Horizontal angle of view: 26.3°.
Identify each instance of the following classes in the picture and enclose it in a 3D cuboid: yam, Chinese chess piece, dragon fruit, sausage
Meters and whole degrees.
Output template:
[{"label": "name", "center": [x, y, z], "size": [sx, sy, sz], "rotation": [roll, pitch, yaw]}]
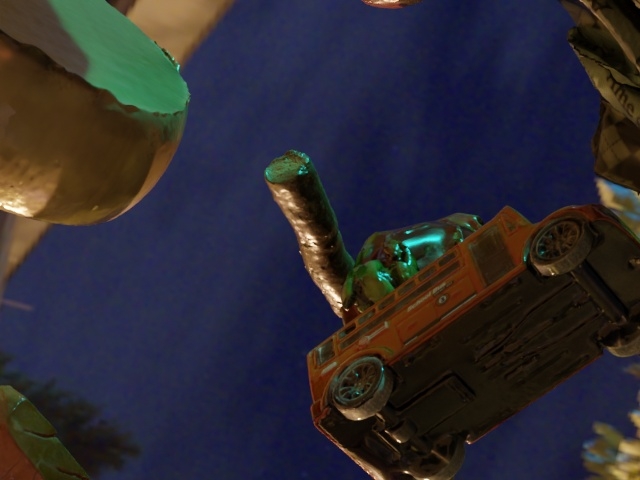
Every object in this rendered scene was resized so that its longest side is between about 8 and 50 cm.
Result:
[{"label": "yam", "center": [0.000, 0.000, 1.591], "size": [0.061, 0.253, 0.061], "rotation": [-13, -134, 13]}, {"label": "Chinese chess piece", "center": [-0.201, -0.115, 0.869], "size": [0.103, 0.249, 0.250], "rotation": [-54, -152, 17]}, {"label": "dragon fruit", "center": [0.126, 0.067, 1.506], "size": [0.269, 0.200, 0.198], "rotation": [-36, 139, -83]}, {"label": "sausage", "center": [-0.194, 0.170, 0.950], "size": [0.065, 0.169, 0.065], "rotation": [-31, -166, 9]}]

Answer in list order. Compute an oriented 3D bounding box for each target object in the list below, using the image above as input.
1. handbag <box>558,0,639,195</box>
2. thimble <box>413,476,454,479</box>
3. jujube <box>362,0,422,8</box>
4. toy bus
[{"label": "handbag", "center": [0.231, -0.195, 1.001], "size": [0.180, 0.416, 0.317], "rotation": [-37, -158, -8]}, {"label": "thimble", "center": [0.097, 0.245, 1.472], "size": [0.084, 0.062, 0.110], "rotation": [50, -21, 32]}, {"label": "jujube", "center": [0.049, -0.315, 1.252], "size": [0.155, 0.230, 0.155], "rotation": [-18, -139, 17]}, {"label": "toy bus", "center": [0.150, 0.082, 1.264], "size": [0.329, 0.143, 0.153], "rotation": [-37, -149, 14]}]
